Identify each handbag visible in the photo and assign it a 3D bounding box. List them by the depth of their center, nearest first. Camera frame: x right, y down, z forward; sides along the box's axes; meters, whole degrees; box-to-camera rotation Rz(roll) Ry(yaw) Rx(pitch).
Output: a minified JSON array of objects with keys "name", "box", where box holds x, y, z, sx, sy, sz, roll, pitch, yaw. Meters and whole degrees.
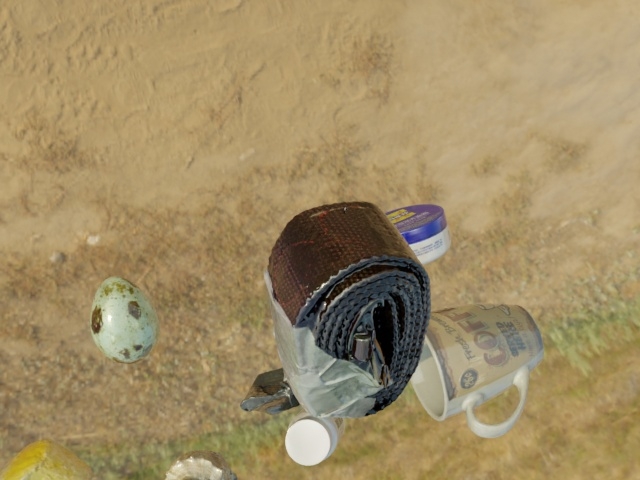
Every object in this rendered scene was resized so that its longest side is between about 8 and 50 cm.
[{"name":"handbag","box":[-0.023,0.278,1.458,0.271,0.088,0.175,-16,175,-7]}]

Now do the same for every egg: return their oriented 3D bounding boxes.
[{"name":"egg","box":[-0.499,0.201,1.913,0.169,0.169,0.231,-12,105,-8]}]

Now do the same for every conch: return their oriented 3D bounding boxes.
[{"name":"conch","box":[-0.249,0.506,1.535,0.178,0.162,0.245,-31,177,5]}]

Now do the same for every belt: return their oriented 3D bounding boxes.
[{"name":"belt","box":[0.037,0.103,0.915,0.184,0.164,0.289,-19,135,-16]}]

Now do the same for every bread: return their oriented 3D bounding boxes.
[{"name":"bread","box":[-0.567,0.502,1.509,0.171,0.197,0.197,35,117,-12]}]

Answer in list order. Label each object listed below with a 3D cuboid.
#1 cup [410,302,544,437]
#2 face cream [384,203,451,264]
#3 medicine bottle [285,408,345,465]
[{"name":"cup","box":[0.336,0.257,1.550,0.257,0.301,0.227,-16,136,-9]},{"name":"face cream","box":[0.226,-0.008,1.919,0.206,0.206,0.111,-16,108,-4]},{"name":"medicine bottle","box":[-0.011,0.387,1.520,0.103,0.102,0.187,-27,175,6]}]
